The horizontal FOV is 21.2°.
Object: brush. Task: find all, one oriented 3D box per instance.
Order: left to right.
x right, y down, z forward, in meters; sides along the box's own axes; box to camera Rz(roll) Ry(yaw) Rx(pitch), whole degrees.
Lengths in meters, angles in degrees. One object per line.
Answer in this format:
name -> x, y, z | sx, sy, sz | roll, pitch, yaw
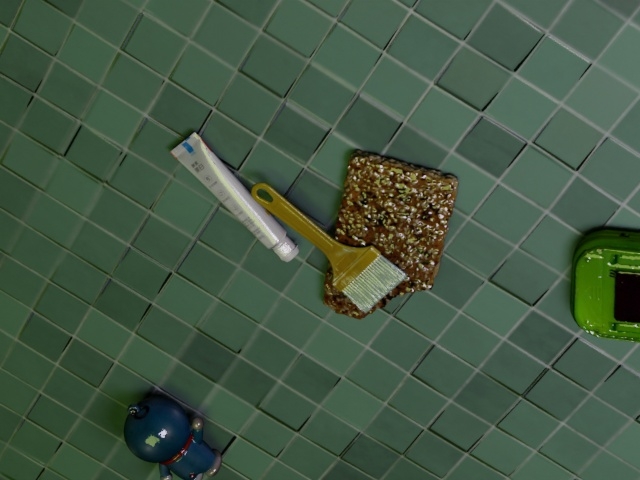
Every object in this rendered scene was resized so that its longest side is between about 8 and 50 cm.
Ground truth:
brush -> 0.000, 0.000, 1.992 | 0.205, 0.011, 0.083 | 39, 129, -8

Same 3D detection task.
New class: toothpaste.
toothpaste -> -0.097, -0.048, 2.011 | 0.190, 0.031, 0.048 | 46, 129, -12

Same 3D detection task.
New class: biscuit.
biscuit -> 0.078, 0.008, 1.991 | 0.131, 0.026, 0.237 | 17, 128, 9

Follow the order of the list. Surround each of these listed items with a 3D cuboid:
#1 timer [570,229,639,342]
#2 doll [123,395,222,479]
timer -> 0.345, 0.054, 1.918 | 0.128, 0.047, 0.140 | 7, 127, 14
doll -> -0.199, 0.261, 2.241 | 0.114, 0.085, 0.152 | -36, 119, 20
